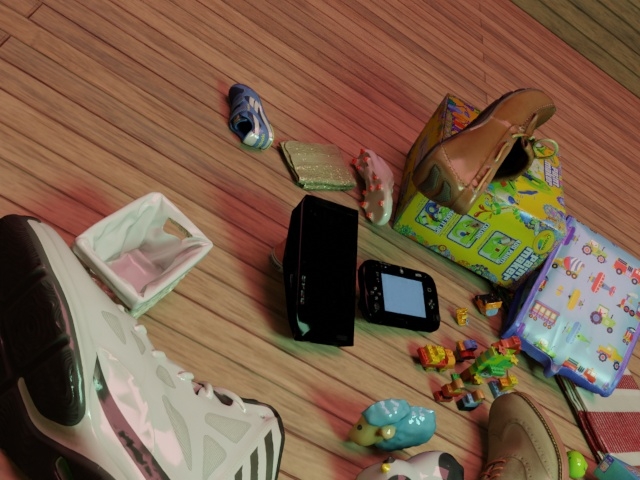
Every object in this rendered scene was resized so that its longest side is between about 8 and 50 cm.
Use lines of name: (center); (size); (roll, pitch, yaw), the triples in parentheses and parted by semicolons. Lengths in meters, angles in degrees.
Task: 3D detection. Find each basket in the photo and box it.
basket: (-0.238, 0.031, 1.004); (0.113, 0.103, 0.167); (44, 36, 2)

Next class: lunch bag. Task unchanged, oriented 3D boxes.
lunch bag: (0.485, 0.138, 1.497); (0.221, 0.138, 0.293); (33, 57, 0)

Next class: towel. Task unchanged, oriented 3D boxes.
towel: (0.550, 0.296, 1.536); (0.237, 0.037, 0.329); (10, 48, -38)
towel: (-0.003, -0.139, 1.467); (0.148, 0.027, 0.110); (0, 54, -43)

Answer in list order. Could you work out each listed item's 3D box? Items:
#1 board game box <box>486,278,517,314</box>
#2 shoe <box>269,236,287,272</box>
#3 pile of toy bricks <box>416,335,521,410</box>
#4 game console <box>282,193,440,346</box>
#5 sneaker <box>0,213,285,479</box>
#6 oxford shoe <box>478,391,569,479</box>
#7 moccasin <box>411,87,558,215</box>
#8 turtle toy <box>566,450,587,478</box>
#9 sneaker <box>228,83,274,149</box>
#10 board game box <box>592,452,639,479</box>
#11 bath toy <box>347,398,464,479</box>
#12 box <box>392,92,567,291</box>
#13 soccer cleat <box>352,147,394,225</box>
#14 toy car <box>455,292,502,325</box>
board game box: (0.439, 0.087, 1.653); (0.259, 0.030, 0.136); (-1, 52, -44)
shoe: (0.000, 0.000, 1.279); (0.178, 0.081, 0.063); (-16, 65, -50)
pile of toy bricks: (0.271, 0.204, 1.305); (0.212, 0.105, 0.118); (10, 47, -37)
game console: (0.077, 0.065, 1.252); (0.361, 0.044, 0.213); (15, 73, -46)
sneaker: (-0.203, 0.172, 0.878); (0.257, 0.169, 0.448); (-7, 65, -57)
oxford shoe: (0.277, 0.356, 1.144); (0.130, 0.123, 0.348); (22, 39, -18)
moccasin: (0.315, -0.157, 1.378); (0.147, 0.139, 0.380); (44, 43, 10)
turtle toy: (0.370, 0.352, 1.279); (0.130, 0.066, 0.095); (26, 39, -22)
sneaker: (-0.135, -0.225, 1.410); (0.059, 0.053, 0.144); (-3, 54, -43)
board game box: (0.566, 0.448, 1.290); (0.160, 0.047, 0.210); (30, 9, -31)
bath toy: (0.144, 0.374, 0.992); (0.151, 0.129, 0.348); (-15, 58, -12)
box: (0.318, -0.101, 1.576); (0.279, 0.177, 0.290); (27, 37, -6)
soccer cleat: (0.115, -0.101, 1.509); (0.076, 0.068, 0.196); (22, 37, -31)
toy car: (0.283, 0.130, 1.469); (0.122, 0.060, 0.041); (-12, 105, -31)
